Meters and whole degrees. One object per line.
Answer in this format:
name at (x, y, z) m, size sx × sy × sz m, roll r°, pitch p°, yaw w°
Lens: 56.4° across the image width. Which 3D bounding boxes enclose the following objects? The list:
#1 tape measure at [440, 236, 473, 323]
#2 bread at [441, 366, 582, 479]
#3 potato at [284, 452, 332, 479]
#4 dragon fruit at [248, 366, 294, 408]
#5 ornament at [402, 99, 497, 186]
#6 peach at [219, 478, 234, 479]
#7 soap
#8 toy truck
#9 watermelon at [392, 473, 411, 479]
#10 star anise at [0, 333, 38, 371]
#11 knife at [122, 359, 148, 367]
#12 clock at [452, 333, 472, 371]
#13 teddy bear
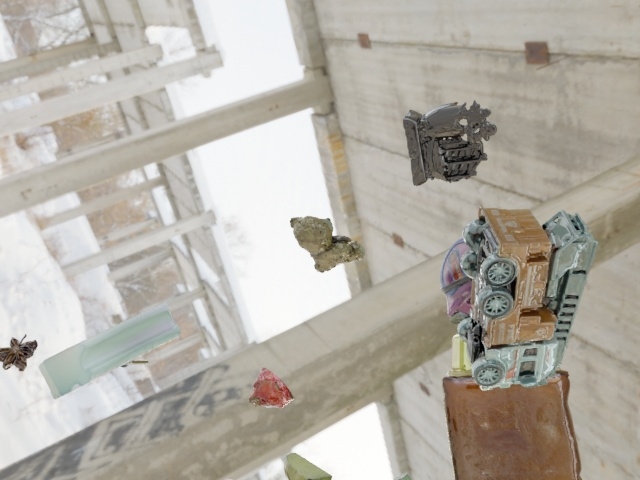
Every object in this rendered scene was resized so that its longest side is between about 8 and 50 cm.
tape measure at (0.478, 0.115, 1.887) m, size 0.231 × 0.149 × 0.245 m, roll -89°, pitch -155°, yaw -50°
bread at (0.499, 0.500, 1.571) m, size 0.143 × 0.324 × 0.333 m, roll 7°, pitch 75°, yaw -80°
potato at (-0.058, 0.573, 1.426) m, size 0.120 × 0.081 × 0.149 m, roll 20°, pitch -7°, yaw 29°
dragon fruit at (-0.170, 0.506, 1.945) m, size 0.153 × 0.111 × 0.153 m, roll 37°, pitch -24°, yaw 19°
ornament at (0.376, -0.274, 1.694) m, size 0.260 × 0.106 × 0.251 m, roll 2°, pitch -61°, yaw 28°
peach at (-0.234, 0.703, 1.511) m, size 0.197 × 0.197 × 0.197 m, roll 52°, pitch -24°, yaw 35°
soap at (-0.496, 0.258, 1.415) m, size 0.173 × 0.289 × 0.095 m, roll -30°, pitch -93°, yaw 52°
toy truck at (0.333, 0.114, 0.985) m, size 0.133 × 0.184 × 0.338 m, roll -91°, pitch 177°, yaw -60°
watermelon at (0.115, 0.708, 1.508) m, size 0.140 × 0.257 × 0.193 m, roll 61°, pitch -32°, yaw 29°
star anise at (-0.856, 0.309, 1.689) m, size 0.190 × 0.097 × 0.070 m, roll -103°, pitch -154°, yaw -65°
knife at (-0.712, 0.442, 2.139) m, size 0.343 × 0.061 × 0.027 m, roll 53°, pitch 34°, yaw -77°
clock at (0.538, 0.374, 1.945) m, size 0.096 × 0.202 × 0.143 m, roll 124°, pitch -29°, yaw -78°
teddy bear at (0.000, 0.000, 2.180) m, size 0.267 × 0.156 × 0.256 m, roll 16°, pitch -29°, yaw 42°
